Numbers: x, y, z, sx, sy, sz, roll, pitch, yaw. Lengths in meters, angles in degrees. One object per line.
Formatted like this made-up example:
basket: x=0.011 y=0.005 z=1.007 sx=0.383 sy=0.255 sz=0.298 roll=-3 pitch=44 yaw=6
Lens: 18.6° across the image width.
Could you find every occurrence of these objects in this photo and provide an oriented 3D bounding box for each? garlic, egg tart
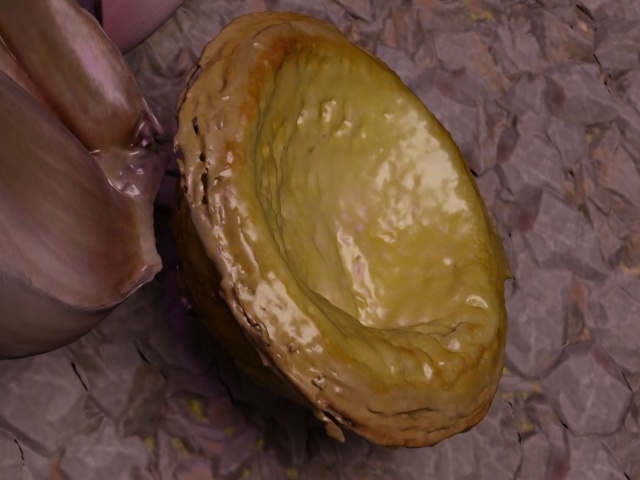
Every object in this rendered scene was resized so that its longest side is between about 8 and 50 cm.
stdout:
garlic: x=-0.194 y=-0.056 z=1.133 sx=0.292 sy=0.210 sz=0.237 roll=36 pitch=74 yaw=-39
egg tart: x=0.000 y=0.000 z=1.271 sx=0.315 sy=0.120 sz=0.315 roll=31 pitch=45 yaw=-38

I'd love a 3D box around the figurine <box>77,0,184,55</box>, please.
figurine: x=-0.113 y=-0.304 z=1.298 sx=0.315 sy=0.206 sz=0.284 roll=-42 pitch=107 yaw=-39
